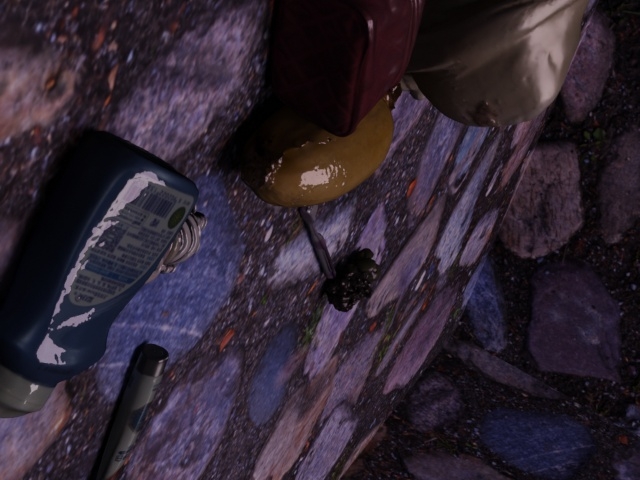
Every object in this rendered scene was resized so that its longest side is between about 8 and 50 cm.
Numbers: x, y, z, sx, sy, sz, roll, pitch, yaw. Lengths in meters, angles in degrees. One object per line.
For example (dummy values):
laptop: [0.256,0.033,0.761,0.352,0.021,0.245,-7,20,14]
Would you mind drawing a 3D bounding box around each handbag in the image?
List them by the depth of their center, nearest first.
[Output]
handbag: [0.030,-0.245,1.438,0.135,0.146,0.225,-48,161,-34]

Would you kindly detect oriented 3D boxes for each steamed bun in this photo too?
steamed bun: [0.192,-0.338,1.608,0.219,0.309,0.324,29,90,-46]

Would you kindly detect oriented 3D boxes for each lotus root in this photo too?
lotus root: [0.002,-0.123,1.571,0.303,0.146,0.131,-40,148,-46]

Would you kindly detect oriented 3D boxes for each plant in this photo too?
plant: [0.067,0.072,2.300,0.174,0.087,0.085,-49,137,-53]

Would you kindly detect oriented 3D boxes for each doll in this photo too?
doll: [-0.180,-0.001,1.337,0.091,0.067,0.219,-69,163,10]

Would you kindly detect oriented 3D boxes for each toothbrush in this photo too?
toothbrush: [0.000,0.000,2.034,0.354,0.024,0.029,71,41,-70]

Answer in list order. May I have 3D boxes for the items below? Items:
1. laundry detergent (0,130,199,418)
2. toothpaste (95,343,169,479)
laundry detergent: [-0.238,0.042,1.180,0.290,0.094,0.143,-58,154,2]
toothpaste: [-0.251,0.238,1.602,0.239,0.039,0.062,-66,172,26]
